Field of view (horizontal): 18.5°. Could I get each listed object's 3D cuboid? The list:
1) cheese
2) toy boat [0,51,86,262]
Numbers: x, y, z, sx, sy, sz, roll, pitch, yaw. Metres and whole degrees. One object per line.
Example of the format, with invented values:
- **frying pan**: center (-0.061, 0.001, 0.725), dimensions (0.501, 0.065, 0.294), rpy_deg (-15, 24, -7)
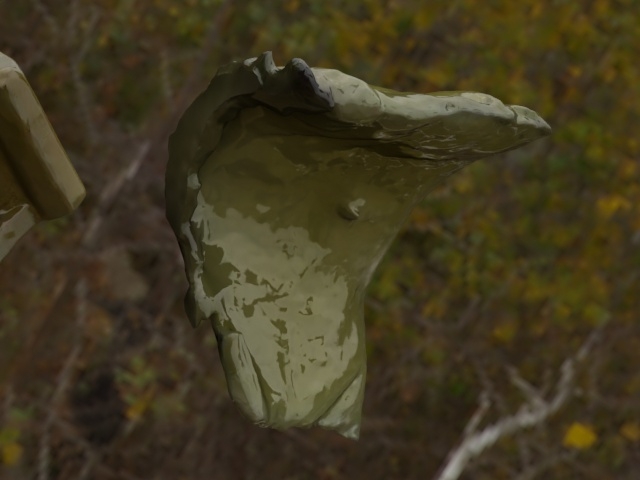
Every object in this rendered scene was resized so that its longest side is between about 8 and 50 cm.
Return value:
- **cheese**: center (-0.001, 0.000, 0.385), dimensions (0.060, 0.084, 0.041), rpy_deg (2, 29, -39)
- **toy boat**: center (-0.225, 0.031, 0.636), dimensions (0.115, 0.310, 0.089), rpy_deg (-117, -174, -53)
